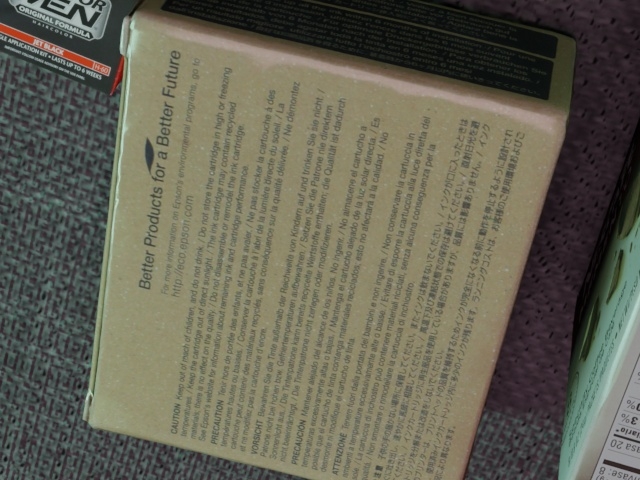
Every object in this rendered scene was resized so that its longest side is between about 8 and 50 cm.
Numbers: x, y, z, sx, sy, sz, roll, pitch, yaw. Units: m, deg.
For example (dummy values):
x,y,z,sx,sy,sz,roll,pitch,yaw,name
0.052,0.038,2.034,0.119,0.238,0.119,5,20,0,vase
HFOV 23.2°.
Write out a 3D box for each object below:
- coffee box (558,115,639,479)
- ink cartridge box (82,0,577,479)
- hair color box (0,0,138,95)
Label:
x,y,z,sx,sy,sz,roll,pitch,yaw,name
0.194,-0.033,0.629,0.119,0.168,0.297,15,124,3,coffee box
0.000,0.000,0.738,0.193,0.088,0.234,15,124,4,ink cartridge box
-0.102,-0.143,0.696,0.072,0.043,0.141,21,123,-1,hair color box
